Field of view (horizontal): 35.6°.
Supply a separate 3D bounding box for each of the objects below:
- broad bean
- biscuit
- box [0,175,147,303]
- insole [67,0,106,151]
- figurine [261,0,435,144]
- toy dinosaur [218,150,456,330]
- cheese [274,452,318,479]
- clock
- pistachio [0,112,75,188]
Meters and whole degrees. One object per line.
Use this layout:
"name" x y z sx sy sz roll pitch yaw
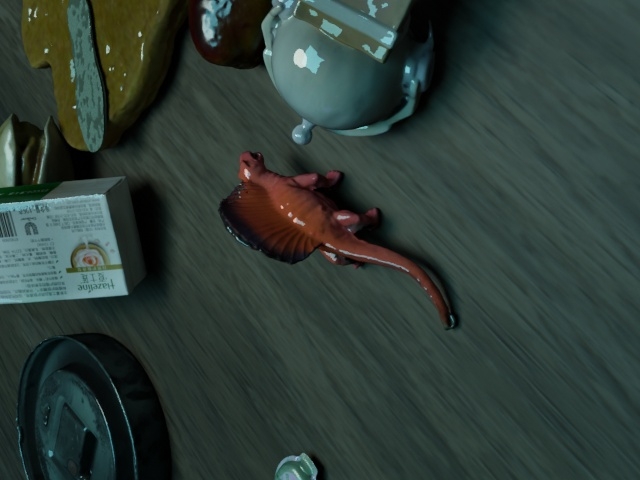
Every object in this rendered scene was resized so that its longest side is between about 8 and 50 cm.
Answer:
"broad bean" -0.088 -0.265 1.038 0.114 0.084 0.165 23 106 23
"biscuit" -0.275 -0.296 1.241 0.312 0.057 0.351 45 126 33
"box" -0.328 0.001 1.237 0.199 0.081 0.135 -3 111 13
"insole" -0.286 -0.205 1.222 0.065 0.006 0.193 -8 90 47
"figurine" 0.032 -0.191 0.892 0.163 0.141 0.236 25 128 5
"toy dinosaur" -0.007 -0.001 0.946 0.286 0.139 0.070 44 126 32
"cheese" -0.033 0.283 1.094 0.067 0.026 0.120 46 126 33
"clock" -0.315 0.278 1.361 0.313 0.061 0.312 8 102 45
"pistachio" -0.394 -0.069 1.342 0.152 0.126 0.223 -98 17 -45
